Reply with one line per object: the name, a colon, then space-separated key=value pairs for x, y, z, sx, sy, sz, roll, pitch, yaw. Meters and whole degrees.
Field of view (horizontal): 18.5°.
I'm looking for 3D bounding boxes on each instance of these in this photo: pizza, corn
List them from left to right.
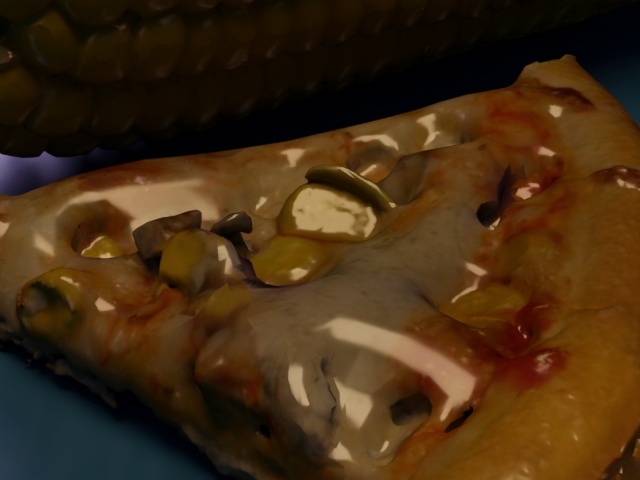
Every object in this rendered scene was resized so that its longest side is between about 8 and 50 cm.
pizza: x=0.000 y=0.000 z=0.426 sx=0.176 sy=0.036 sz=0.184 roll=13 pitch=34 yaw=16
corn: x=0.009 y=-0.099 z=0.506 sx=0.322 sy=0.119 sz=0.119 roll=-19 pitch=38 yaw=-30
